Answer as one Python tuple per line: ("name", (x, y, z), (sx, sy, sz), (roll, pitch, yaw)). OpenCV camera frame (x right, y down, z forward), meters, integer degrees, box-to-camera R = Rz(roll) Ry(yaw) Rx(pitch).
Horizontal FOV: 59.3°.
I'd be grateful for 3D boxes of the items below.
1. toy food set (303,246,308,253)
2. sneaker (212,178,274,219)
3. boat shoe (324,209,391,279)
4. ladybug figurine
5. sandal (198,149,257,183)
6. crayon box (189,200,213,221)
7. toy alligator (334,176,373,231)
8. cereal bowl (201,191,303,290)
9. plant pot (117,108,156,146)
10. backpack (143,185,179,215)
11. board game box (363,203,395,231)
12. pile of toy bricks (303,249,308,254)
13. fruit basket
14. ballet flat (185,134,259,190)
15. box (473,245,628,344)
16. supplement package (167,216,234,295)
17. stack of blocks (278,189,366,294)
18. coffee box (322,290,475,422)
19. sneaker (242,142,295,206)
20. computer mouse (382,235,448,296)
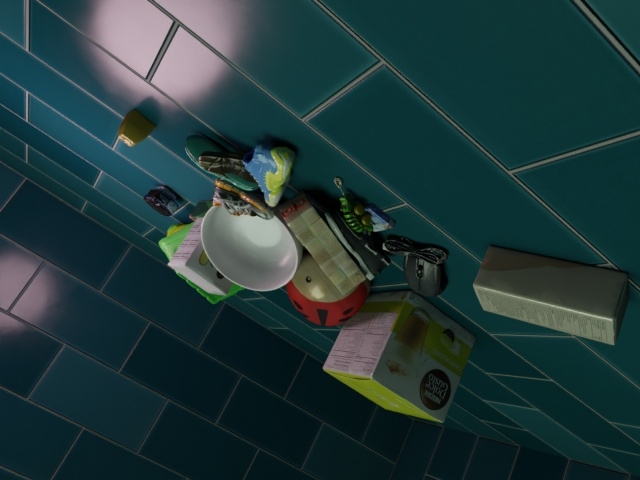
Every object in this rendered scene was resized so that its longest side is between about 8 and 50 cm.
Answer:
("toy food set", (-0.033, 0.017, 1.935), (0.078, 0.019, 0.122), (25, 152, 8))
("sneaker", (-0.226, -0.104, 1.639), (0.215, 0.083, 0.084), (28, -169, 24))
("boat shoe", (0.111, -0.002, 1.612), (0.302, 0.091, 0.114), (50, -175, -48))
("ladybug figurine", (0.020, 0.187, 1.978), (0.305, 0.162, 0.449), (5, 154, 8))
("sandal", (-0.222, -0.214, 1.548), (0.219, 0.060, 0.090), (9, 143, -4))
("crayon box", (-0.306, -0.056, 2.017), (0.318, 0.081, 0.202), (2, 147, 49))
("toy alligator", (0.077, -0.080, 1.475), (0.056, 0.051, 0.189), (4, 139, 51))
("cereal bowl", (-0.206, -0.011, 1.819), (0.339, 0.141, 0.339), (10, 122, 16))
("plant pot", (-0.560, -0.329, 1.688), (0.081, 0.083, 0.081), (38, 157, -28))
("backpack", (-0.600, -0.151, 2.156), (0.105, 0.084, 0.114), (4, 144, 48))
("board game box", (0.143, -0.061, 1.523), (0.090, 0.020, 0.090), (37, 159, -20))
("pile of toy bricks", (-0.123, 0.073, 2.053), (0.212, 0.105, 0.118), (17, 157, 27))
("fruit basket", (-0.492, 0.037, 2.330), (0.392, 0.283, 0.392), (62, -174, -12))
("ballet flat", (-0.280, -0.214, 1.619), (0.247, 0.083, 0.087), (31, 173, -3))
("box", (0.537, 0.125, 1.317), (0.311, 0.121, 0.148), (14, 155, 33))
("supplement package", (-0.378, 0.054, 1.962), (0.194, 0.203, 0.149), (40, 156, -29))
("stack of blocks", (0.000, 0.000, 1.640), (0.297, 0.087, 0.171), (53, -178, -30))
("coffee box", (0.277, 0.408, 2.012), (0.337, 0.334, 0.338), (36, 158, -20))
("sneaker", (-0.143, -0.184, 1.491), (0.126, 0.091, 0.240), (25, 148, -2))
("computer mouse", (0.289, 0.096, 1.634), (0.188, 0.072, 0.272), (15, 156, 30))
